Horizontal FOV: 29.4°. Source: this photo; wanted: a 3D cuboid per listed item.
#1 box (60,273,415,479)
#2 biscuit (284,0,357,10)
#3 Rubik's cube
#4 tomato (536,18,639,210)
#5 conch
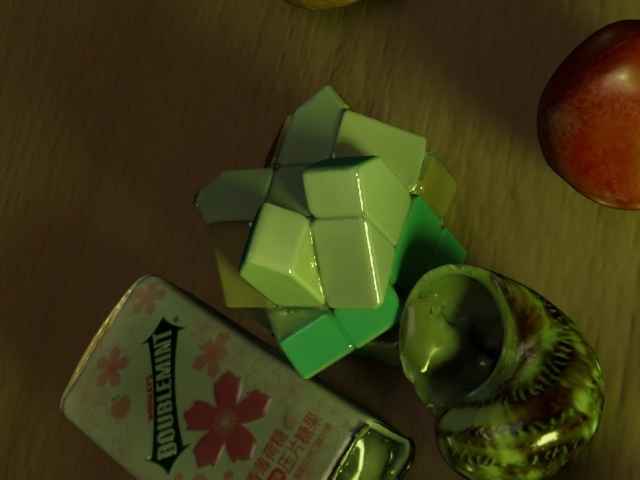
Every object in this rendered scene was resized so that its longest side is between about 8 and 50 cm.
[{"bbox_3d":[-0.093,0.188,1.207,0.370,0.112,0.190,27,86,43],"label":"box"},{"bbox_3d":[0.049,-0.373,1.403,0.274,0.091,0.213,-43,46,9],"label":"biscuit"},{"bbox_3d":[0.000,0.000,1.153,0.224,0.213,0.265,7,66,36],"label":"Rubik's cube"},{"bbox_3d":[0.263,-0.110,1.064,0.167,0.167,0.167,-17,58,29],"label":"tomato"},{"bbox_3d":[0.152,0.127,1.045,0.187,0.124,0.181,20,85,36],"label":"conch"}]
